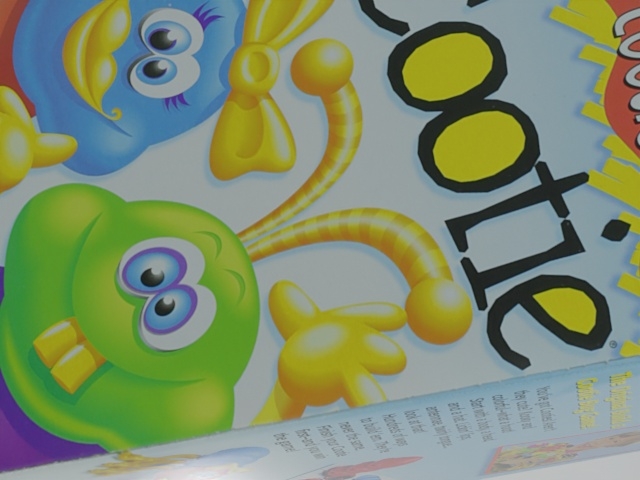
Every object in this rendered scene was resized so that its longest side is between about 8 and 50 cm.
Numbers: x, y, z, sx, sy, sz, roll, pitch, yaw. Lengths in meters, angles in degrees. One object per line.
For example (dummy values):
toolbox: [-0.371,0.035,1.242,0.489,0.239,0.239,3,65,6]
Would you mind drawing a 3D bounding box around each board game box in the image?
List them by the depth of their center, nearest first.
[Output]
board game box: [0.000,0.000,0.567,0.275,0.144,0.142,-11,-107,5]
